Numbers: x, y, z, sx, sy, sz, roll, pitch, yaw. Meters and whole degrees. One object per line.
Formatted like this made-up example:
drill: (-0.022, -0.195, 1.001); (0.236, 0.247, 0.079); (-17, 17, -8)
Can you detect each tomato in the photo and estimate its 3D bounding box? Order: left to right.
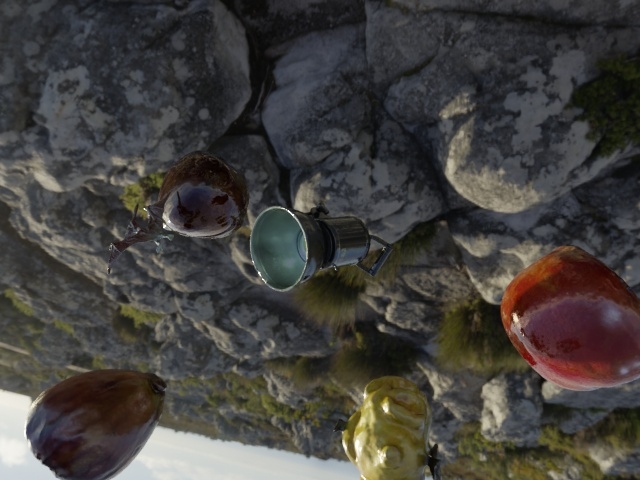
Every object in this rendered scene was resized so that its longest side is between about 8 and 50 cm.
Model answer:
tomato: (0.346, 0.124, 0.649); (0.140, 0.200, 0.233); (-23, 154, -2)

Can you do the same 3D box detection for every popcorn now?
popcorn: (0.175, 0.510, 1.146); (0.281, 0.297, 0.315); (11, 142, 11)

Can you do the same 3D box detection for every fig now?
fig: (-0.453, 0.375, 0.917); (0.224, 0.223, 0.263); (-9, 177, 36)

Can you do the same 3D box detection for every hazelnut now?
hazelnut: (-0.272, -0.096, 1.030); (0.230, 0.229, 0.229); (11, 152, 6)

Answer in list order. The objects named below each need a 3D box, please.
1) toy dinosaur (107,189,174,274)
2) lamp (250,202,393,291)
toy dinosaur: (-0.345, -0.019, 0.876); (0.108, 0.220, 0.032); (16, 144, 18)
lamp: (0.000, 0.000, 0.830); (0.227, 0.172, 0.147); (-7, 133, -47)
